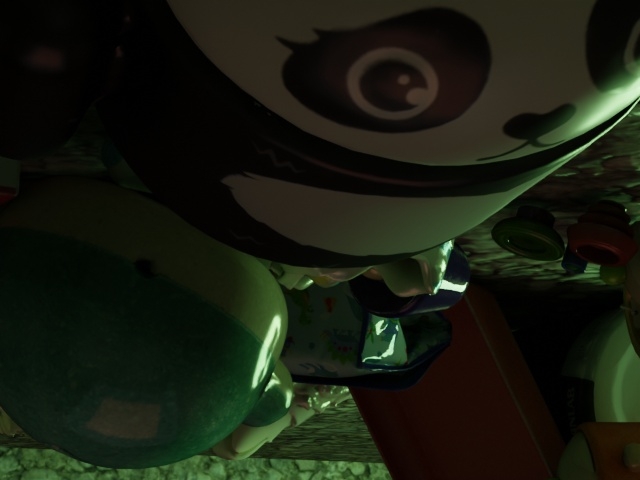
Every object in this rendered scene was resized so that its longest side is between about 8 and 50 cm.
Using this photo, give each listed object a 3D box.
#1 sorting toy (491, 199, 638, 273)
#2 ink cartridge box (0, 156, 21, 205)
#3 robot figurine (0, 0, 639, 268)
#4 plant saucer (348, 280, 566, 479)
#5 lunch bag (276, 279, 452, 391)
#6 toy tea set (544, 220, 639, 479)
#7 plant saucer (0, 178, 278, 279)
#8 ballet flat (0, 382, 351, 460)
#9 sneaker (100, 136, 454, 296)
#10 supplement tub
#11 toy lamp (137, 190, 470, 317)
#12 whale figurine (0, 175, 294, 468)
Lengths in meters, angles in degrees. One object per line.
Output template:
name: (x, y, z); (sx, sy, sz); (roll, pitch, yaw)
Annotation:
sorting toy: (0.169, -0.009, 1.272); (0.102, 0.042, 0.061); (8, 157, 28)
ink cartridge box: (-0.238, -0.044, 1.046); (0.109, 0.063, 0.150); (6, 167, -24)
robot figurine: (0.016, -0.083, 0.565); (0.173, 0.209, 0.278); (32, 165, -4)
plant saucer: (0.124, 0.156, 1.641); (0.047, 0.259, 0.258); (-26, -178, -28)
lunch bag: (0.018, 0.069, 1.512); (0.128, 0.096, 0.151); (2, 177, 30)
toy tea set: (0.233, 0.127, 1.401); (0.124, 0.336, 0.200); (-8, -154, -5)
plant saucer: (-0.164, 0.002, 1.327); (0.277, 0.041, 0.278); (1, 168, 0)
ballet flat: (-0.129, 0.145, 1.793); (0.409, 0.147, 0.147); (5, 167, -25)
sneaker: (-0.016, -0.023, 1.068); (0.228, 0.092, 0.087); (9, 167, -30)
supplement tub: (0.236, 0.166, 1.718); (0.193, 0.194, 0.316); (6, 168, -26)
toy lamp: (0.000, 0.000, 1.224); (0.080, 0.080, 0.274); (-9, 162, 39)
whale figurine: (-0.124, 0.070, 1.093); (0.216, 0.141, 0.272); (25, 159, -4)
